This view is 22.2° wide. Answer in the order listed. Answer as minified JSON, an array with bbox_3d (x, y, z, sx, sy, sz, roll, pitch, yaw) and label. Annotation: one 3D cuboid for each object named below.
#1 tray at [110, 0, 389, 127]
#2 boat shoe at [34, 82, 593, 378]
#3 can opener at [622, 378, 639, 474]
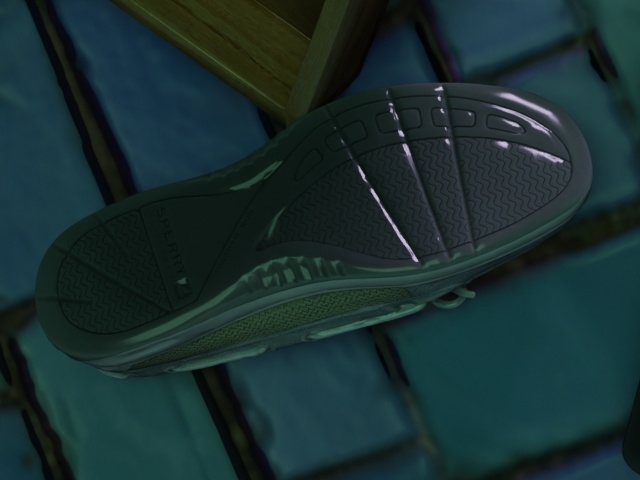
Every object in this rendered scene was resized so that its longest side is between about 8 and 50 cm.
[{"bbox_3d":[-0.133,-0.255,0.910,0.411,0.203,0.076,35,53,9],"label":"tray"},{"bbox_3d":[-0.001,0.003,0.934,0.320,0.103,0.118,-21,66,5],"label":"boat shoe"},{"bbox_3d":[0.218,-0.005,0.904,0.093,0.074,0.280,10,89,46],"label":"can opener"}]
